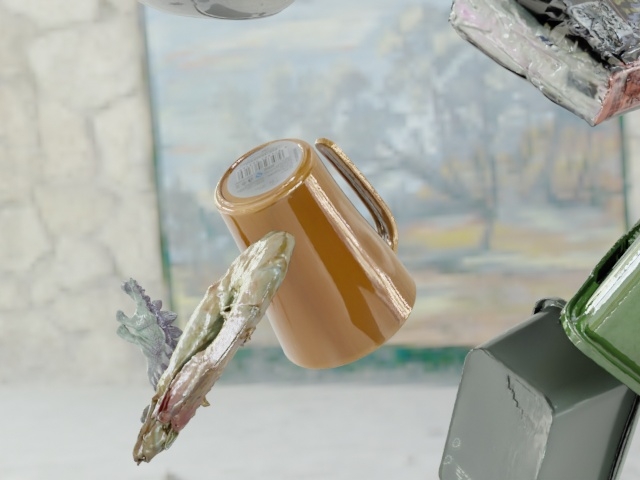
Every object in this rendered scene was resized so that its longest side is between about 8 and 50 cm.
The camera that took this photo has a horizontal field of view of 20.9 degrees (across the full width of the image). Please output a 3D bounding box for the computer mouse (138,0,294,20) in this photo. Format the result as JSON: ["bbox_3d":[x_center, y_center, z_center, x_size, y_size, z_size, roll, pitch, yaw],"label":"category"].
[{"bbox_3d":[-0.134,-0.279,1.711,0.184,0.121,0.297,27,2,16],"label":"computer mouse"}]

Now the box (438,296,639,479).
[{"bbox_3d":[0.226,0.195,1.826,0.135,0.243,0.163,-18,44,-37],"label":"box"}]

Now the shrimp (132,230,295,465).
[{"bbox_3d":[-0.113,0.115,1.814,0.062,0.294,0.154,29,7,-12],"label":"shrimp"}]

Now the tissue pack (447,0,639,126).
[{"bbox_3d":[0.332,-0.240,1.904,0.332,0.123,0.245,-21,48,-37],"label":"tissue pack"}]

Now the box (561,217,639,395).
[{"bbox_3d":[0.416,0.045,1.739,0.252,0.178,0.328,35,33,10],"label":"box"}]

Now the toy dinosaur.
[{"bbox_3d":[-0.203,0.125,2.093,0.082,0.209,0.039,21,49,26],"label":"toy dinosaur"}]

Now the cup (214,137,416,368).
[{"bbox_3d":[0.000,0.000,2.073,0.182,0.264,0.226,0,43,39],"label":"cup"}]
